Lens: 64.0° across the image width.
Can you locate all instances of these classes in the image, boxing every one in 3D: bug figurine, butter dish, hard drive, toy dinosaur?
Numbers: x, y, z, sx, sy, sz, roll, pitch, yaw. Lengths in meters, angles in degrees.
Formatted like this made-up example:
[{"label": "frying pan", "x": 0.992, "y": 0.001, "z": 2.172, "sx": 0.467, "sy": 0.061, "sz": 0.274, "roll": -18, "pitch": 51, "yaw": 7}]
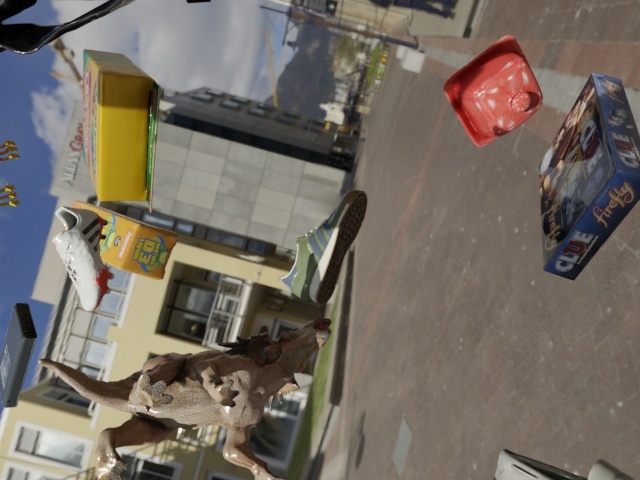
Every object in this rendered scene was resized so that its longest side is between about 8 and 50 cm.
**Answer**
[{"label": "bug figurine", "x": -0.739, "y": -0.150, "z": 1.019, "sx": 0.216, "sy": 0.072, "sz": 0.279, "roll": 68, "pitch": -162, "yaw": 8}, {"label": "butter dish", "x": 0.334, "y": -0.259, "z": 0.925, "sx": 0.160, "sy": 0.160, "sz": 0.118, "roll": -36, "pitch": 27, "yaw": 7}, {"label": "hard drive", "x": -0.482, "y": 0.180, "z": 0.809, "sx": 0.094, "sy": 0.022, "sz": 0.135, "roll": 41, "pitch": 114, "yaw": 44}, {"label": "toy dinosaur", "x": -0.131, "y": 0.158, "z": 0.559, "sx": 0.200, "sy": 0.296, "sz": 0.127, "roll": -122, "pitch": 38, "yaw": -75}]

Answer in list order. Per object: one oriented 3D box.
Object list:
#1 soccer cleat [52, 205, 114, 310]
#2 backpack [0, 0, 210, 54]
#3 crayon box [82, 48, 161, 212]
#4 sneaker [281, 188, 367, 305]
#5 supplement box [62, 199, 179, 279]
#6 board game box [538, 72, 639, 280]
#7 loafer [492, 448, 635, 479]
[{"label": "soccer cleat", "x": -0.163, "y": 0.011, "z": 0.348, "sx": 0.029, "sy": 0.036, "sz": 0.083, "roll": -37, "pitch": 52, "yaw": 25}, {"label": "backpack", "x": -0.125, "y": -0.284, "z": 0.369, "sx": 0.276, "sy": 0.264, "sz": 0.213, "roll": -48, "pitch": -51, "yaw": -46}, {"label": "crayon box", "x": -0.344, "y": -0.195, "z": 0.861, "sx": 0.318, "sy": 0.081, "sz": 0.202, "roll": 41, "pitch": 126, "yaw": 52}, {"label": "sneaker", "x": 0.000, "y": 0.000, "z": 0.800, "sx": 0.064, "sy": 0.086, "sz": 0.192, "roll": 43, "pitch": -114, "yaw": -56}, {"label": "supplement box", "x": -0.328, "y": -0.005, "z": 0.825, "sx": 0.080, "sy": 0.234, "sz": 0.077, "roll": 25, "pitch": -98, "yaw": -49}, {"label": "board game box", "x": 0.345, "y": -0.090, "z": 0.669, "sx": 0.243, "sy": 0.042, "sz": 0.165, "roll": -67, "pitch": -7, "yaw": -45}, {"label": "loafer", "x": 0.384, "y": 0.350, "z": 0.677, "sx": 0.112, "sy": 0.320, "sz": 0.111, "roll": 21, "pitch": -111, "yaw": -49}]
